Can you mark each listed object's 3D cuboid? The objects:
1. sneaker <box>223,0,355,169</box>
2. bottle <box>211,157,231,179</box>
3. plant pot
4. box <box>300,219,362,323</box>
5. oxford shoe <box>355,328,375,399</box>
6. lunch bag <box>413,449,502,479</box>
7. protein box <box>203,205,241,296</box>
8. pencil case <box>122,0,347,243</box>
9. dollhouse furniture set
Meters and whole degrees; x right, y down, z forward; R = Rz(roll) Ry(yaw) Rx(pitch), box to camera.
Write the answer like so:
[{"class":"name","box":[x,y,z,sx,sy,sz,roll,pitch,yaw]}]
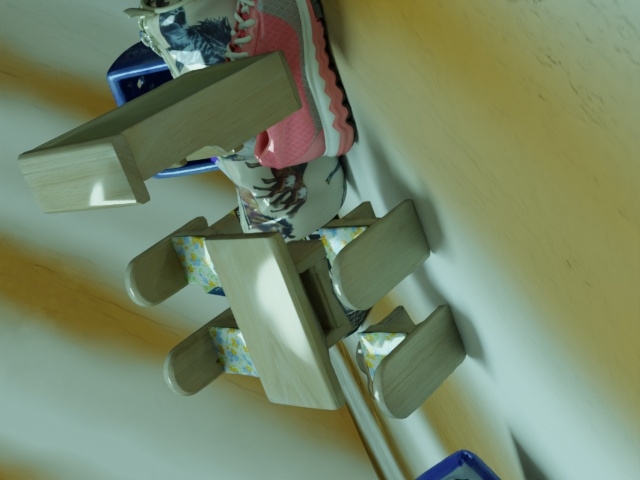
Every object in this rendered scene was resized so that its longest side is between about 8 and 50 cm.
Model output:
[{"class":"sneaker","box":[-0.061,-0.216,1.153,0.116,0.136,0.314,-125,14,-61]},{"class":"bottle","box":[-0.121,-0.157,1.615,0.283,0.118,0.092,46,-175,3]},{"class":"plant pot","box":[-0.215,-0.274,1.788,0.212,0.236,0.236,-80,-23,-49]},{"class":"box","box":[-0.025,0.023,1.840,0.318,0.097,0.395,60,172,9]},{"class":"oxford shoe","box":[0.117,0.210,1.529,0.076,0.076,0.212,17,158,27]},{"class":"lunch bag","box":[0.196,0.439,0.918,0.385,0.239,0.328,26,140,57]},{"class":"protein box","box":[-0.159,0.028,2.318,0.201,0.200,0.136,17,-137,-58]},{"class":"pencil case","box":[-0.097,-0.177,1.319,0.410,0.183,0.160,66,176,-34]},{"class":"dollhouse furniture set","box":[-0.104,0.030,1.089,0.362,0.256,0.394,-2,115,44]}]
